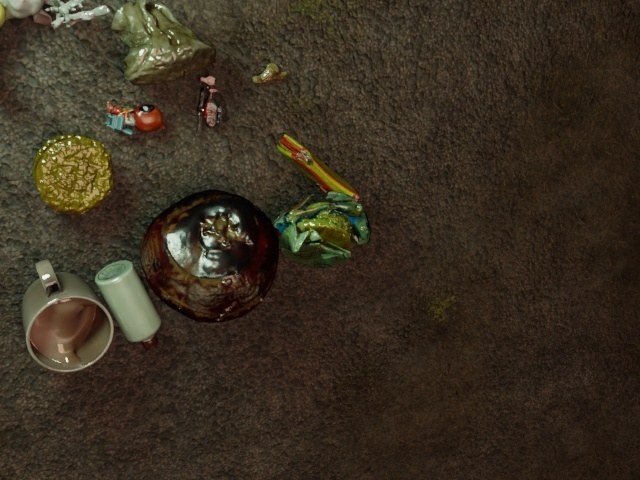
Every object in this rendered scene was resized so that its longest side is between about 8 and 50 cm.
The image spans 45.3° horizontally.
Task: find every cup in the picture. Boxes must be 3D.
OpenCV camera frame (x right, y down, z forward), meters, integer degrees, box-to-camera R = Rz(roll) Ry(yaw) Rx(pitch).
[{"bbox_3d":[-0.616,0.155,1.805,0.191,0.200,0.253,-23,119,-19],"label":"cup"}]

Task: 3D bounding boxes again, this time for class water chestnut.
[{"bbox_3d":[-0.267,0.045,1.917,0.350,0.302,0.351,2,74,-7],"label":"water chestnut"}]

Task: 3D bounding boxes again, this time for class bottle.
[{"bbox_3d":[-0.476,0.176,1.947,0.104,0.104,0.245,-29,120,-16],"label":"bottle"}]

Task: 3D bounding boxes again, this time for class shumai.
[{"bbox_3d":[-0.353,-0.462,1.722,0.218,0.184,0.186,-15,118,-8],"label":"shumai"}]

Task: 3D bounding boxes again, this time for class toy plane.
[{"bbox_3d":[-0.276,-0.336,1.903,0.060,0.037,0.145,0,113,-18],"label":"toy plane"}]

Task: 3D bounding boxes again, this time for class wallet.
[{"bbox_3d":[-0.007,-0.179,2.046,0.241,0.141,0.067,37,94,-33],"label":"wallet"}]

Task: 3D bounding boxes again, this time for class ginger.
[{"bbox_3d":[-0.127,-0.427,1.951,0.097,0.030,0.048,-16,117,-25],"label":"ginger"}]

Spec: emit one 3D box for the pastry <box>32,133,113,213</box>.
[{"bbox_3d":[-0.570,-0.155,1.771,0.188,0.103,0.189,-10,112,-25],"label":"pastry"}]

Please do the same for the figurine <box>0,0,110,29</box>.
[{"bbox_3d":[-0.609,-0.458,1.549,0.206,0.284,0.316,44,73,-35],"label":"figurine"}]

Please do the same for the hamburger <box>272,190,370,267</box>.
[{"bbox_3d":[0.003,0.000,2.054,0.275,0.151,0.260,-19,141,20],"label":"hamburger"}]

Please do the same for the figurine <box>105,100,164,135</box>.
[{"bbox_3d":[-0.437,-0.288,1.814,0.140,0.068,0.075,1,105,-27],"label":"figurine"}]
